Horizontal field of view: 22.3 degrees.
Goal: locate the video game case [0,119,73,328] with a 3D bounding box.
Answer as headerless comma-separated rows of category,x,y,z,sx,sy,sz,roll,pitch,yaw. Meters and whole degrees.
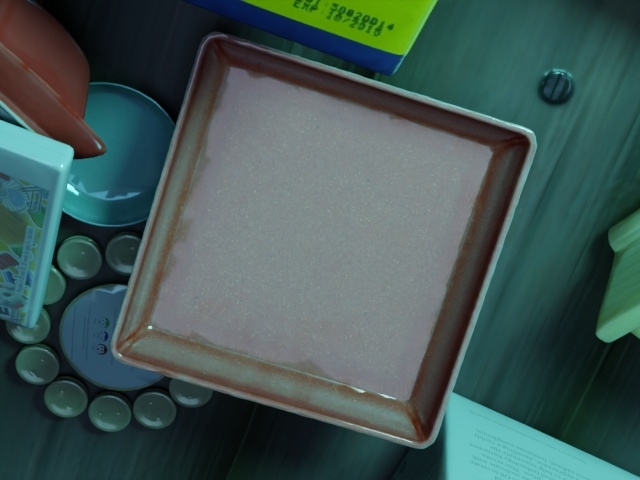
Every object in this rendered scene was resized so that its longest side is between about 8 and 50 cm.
video game case,-0.293,-0.032,1.190,0.206,0.026,0.227,21,145,-3

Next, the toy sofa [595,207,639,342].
toy sofa,0.395,0.078,1.228,0.362,0.177,0.150,36,137,-15

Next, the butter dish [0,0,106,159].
butter dish,-0.234,-0.134,1.156,0.159,0.118,0.160,-2,146,37

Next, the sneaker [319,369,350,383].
sneaker,-0.010,0.076,1.281,0.135,0.052,0.058,8,105,-8

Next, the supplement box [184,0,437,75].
supplement box,0.028,-0.296,0.935,0.194,0.195,0.356,20,147,-7

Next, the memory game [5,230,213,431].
memory game,-0.162,0.075,1.309,0.186,0.012,0.186,1,116,2

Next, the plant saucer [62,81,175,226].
plant saucer,-0.161,-0.068,1.232,0.119,0.021,0.119,1,117,2

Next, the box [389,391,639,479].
box,0.152,0.304,1.221,0.215,0.345,0.168,25,115,-9

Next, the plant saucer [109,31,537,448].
plant saucer,0.000,0.000,1.218,0.258,0.048,0.259,17,102,-6
